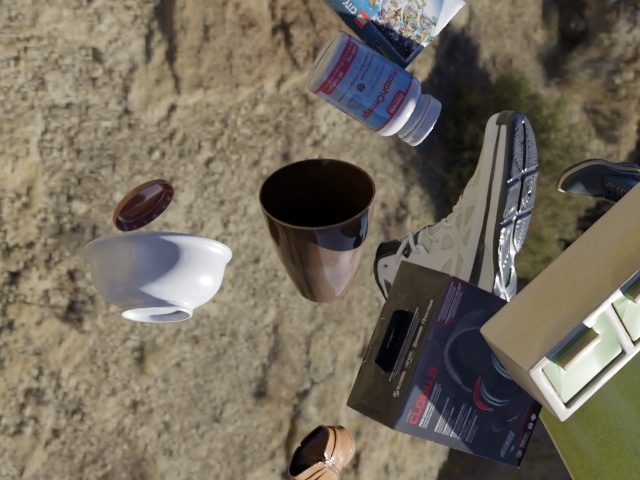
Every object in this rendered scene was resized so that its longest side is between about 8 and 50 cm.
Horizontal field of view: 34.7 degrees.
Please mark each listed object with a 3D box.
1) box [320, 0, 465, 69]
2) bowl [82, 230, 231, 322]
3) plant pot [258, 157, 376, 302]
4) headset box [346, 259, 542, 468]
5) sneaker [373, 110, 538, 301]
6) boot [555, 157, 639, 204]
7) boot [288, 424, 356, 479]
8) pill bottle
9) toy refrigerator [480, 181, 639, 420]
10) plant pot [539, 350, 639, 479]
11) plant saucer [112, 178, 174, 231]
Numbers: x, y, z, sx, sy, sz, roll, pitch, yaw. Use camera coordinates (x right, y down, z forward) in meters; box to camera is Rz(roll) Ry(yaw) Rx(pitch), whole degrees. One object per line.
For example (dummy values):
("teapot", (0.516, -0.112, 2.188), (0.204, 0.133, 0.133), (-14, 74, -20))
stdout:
("box", (0.093, -0.381, 1.547), (0.159, 0.044, 0.233), (-47, 125, 2))
("bowl", (-0.326, 0.085, 2.052), (0.298, 0.298, 0.134), (27, 58, -59))
("plant pot", (0.000, 0.000, 1.941), (0.215, 0.215, 0.230), (-52, 149, -43))
("headset box", (0.184, 0.170, 1.414), (0.293, 0.110, 0.218), (25, 85, -36))
("sneaker", (0.213, -0.015, 1.763), (0.169, 0.257, 0.448), (-21, 122, -59))
("boot", (0.567, -0.089, 1.972), (0.198, 0.137, 0.077), (-7, 135, -19))
("boot", (-0.019, 0.365, 1.540), (0.197, 0.073, 0.152), (-65, 159, -9))
("pill bottle", (0.068, -0.186, 1.283), (0.160, 0.087, 0.087), (29, 63, -14))
("toy refrigerator", (0.307, 0.053, 1.061), (0.269, 0.094, 0.102), (-41, 128, -4))
("plant pot", (0.465, 0.286, 1.592), (0.254, 0.276, 0.276), (55, 31, 9))
("plant saucer", (-0.212, -0.044, 1.223), (0.083, 0.013, 0.083), (-35, 161, -14))
